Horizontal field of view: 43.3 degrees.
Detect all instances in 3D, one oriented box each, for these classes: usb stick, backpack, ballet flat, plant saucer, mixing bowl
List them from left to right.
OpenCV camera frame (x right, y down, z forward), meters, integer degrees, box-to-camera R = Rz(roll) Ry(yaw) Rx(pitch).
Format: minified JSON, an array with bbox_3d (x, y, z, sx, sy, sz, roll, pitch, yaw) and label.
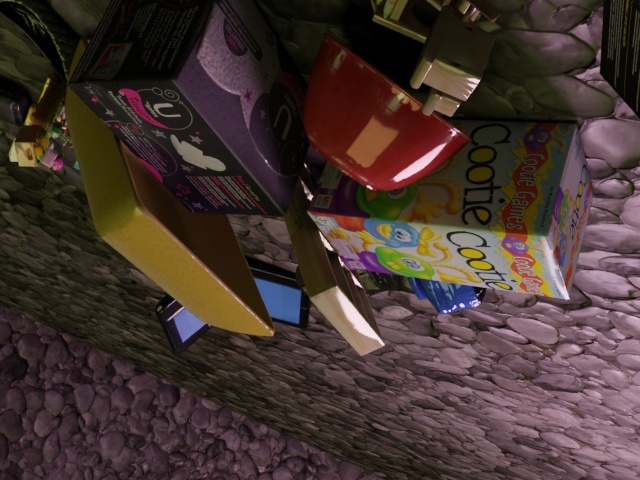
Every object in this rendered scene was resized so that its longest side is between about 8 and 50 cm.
[{"bbox_3d":[-0.577,-0.247,1.239,0.278,0.045,0.077,21,158,2],"label":"usb stick"},{"bbox_3d":[-0.356,-0.265,1.000,0.057,0.049,0.173,0,149,40],"label":"ballet flat"},{"bbox_3d":[-0.209,-0.049,1.039,0.081,0.333,0.333,-31,141,5],"label":"plant saucer"},{"bbox_3d":[0.050,-0.114,0.802,0.181,0.098,0.181,35,-169,-8],"label":"mixing bowl"},{"bbox_3d":[0.160,0.037,1.034,0.101,0.120,0.098,-22,121,16],"label":"backpack"}]

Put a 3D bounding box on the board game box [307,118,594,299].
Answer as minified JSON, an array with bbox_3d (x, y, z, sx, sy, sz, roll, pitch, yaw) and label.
[{"bbox_3d":[0.151,-0.043,0.924,0.275,0.144,0.142,7,153,30],"label":"board game box"}]

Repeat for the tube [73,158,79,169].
[{"bbox_3d":[-0.294,-0.102,1.315,0.207,0.052,0.080,23,164,-16],"label":"tube"}]

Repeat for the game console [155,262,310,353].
[{"bbox_3d":[-0.168,0.155,1.618,0.173,0.250,0.293,44,162,16],"label":"game console"}]

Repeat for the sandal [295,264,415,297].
[{"bbox_3d":[0.105,0.019,1.164,0.302,0.086,0.120,-8,126,24],"label":"sandal"}]

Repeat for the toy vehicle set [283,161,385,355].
[{"bbox_3d":[0.000,0.000,1.038,0.035,0.267,0.166,-26,142,9],"label":"toy vehicle set"}]

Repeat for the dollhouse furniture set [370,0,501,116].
[{"bbox_3d":[0.078,-0.167,0.692,0.101,0.161,0.182,23,156,-3],"label":"dollhouse furniture set"}]

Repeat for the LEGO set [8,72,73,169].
[{"bbox_3d":[-0.353,-0.154,1.136,0.107,0.132,0.287,23,180,-17],"label":"LEGO set"}]

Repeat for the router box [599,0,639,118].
[{"bbox_3d":[0.268,-0.150,0.610,0.046,0.133,0.179,-27,147,1],"label":"router box"}]

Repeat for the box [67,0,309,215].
[{"bbox_3d":[-0.121,-0.157,0.888,0.142,0.163,0.247,5,152,28],"label":"box"}]
